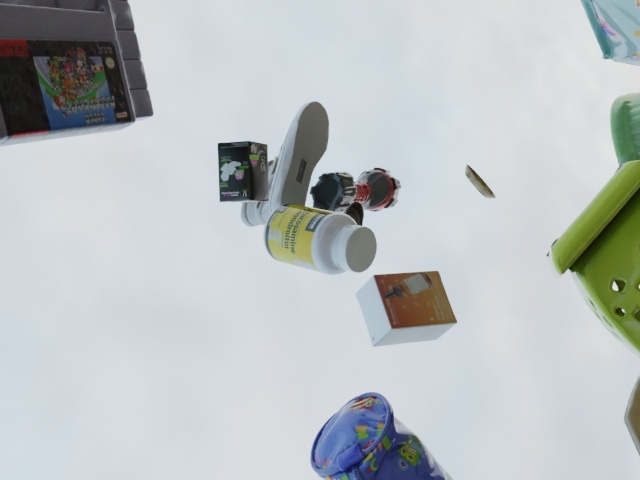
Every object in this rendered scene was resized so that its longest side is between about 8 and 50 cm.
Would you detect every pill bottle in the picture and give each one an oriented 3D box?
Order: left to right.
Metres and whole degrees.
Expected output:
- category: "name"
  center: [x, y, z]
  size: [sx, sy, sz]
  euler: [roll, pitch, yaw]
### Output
- category: "pill bottle"
  center: [0.000, 0.000, 1.376]
  size: [0.103, 0.184, 0.103]
  euler: [-12, -73, -44]

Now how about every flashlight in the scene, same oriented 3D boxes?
- category: "flashlight"
  center: [0.081, -0.111, 1.812]
  size: [0.304, 0.103, 0.103]
  euler: [-3, -99, -66]

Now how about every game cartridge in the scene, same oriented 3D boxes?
- category: "game cartridge"
  center: [-0.308, -0.223, 0.905]
  size: [0.355, 0.068, 0.230]
  euler: [-30, -74, -66]

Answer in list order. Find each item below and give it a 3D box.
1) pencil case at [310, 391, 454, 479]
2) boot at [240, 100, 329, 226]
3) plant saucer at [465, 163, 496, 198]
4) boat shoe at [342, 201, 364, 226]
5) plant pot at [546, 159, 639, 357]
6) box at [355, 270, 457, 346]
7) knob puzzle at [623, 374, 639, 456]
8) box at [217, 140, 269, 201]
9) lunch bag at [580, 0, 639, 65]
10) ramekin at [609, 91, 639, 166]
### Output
- category: "pencil case"
  center: [0.122, 0.327, 1.018]
  size: [0.306, 0.119, 0.133]
  euler: [49, -168, -15]
- category: "boot"
  center: [-0.074, -0.142, 1.549]
  size: [0.095, 0.123, 0.258]
  euler: [44, -126, -39]
- category: "plant saucer"
  center: [0.292, -0.106, 1.552]
  size: [0.083, 0.015, 0.083]
  euler: [44, -163, -17]
- category: "boat shoe"
  center: [0.052, -0.016, 1.478]
  size: [0.046, 0.038, 0.125]
  euler: [24, -133, -6]
- category: "plant pot"
  center: [0.455, 0.022, 1.192]
  size: [0.207, 0.228, 0.227]
  euler: [41, -174, 13]
- category: "box"
  center: [0.182, 0.144, 1.789]
  size: [0.170, 0.091, 0.130]
  euler: [-3, -119, -29]
- category: "knob puzzle"
  center: [0.434, 0.242, 1.043]
  size: [0.213, 0.030, 0.213]
  euler: [17, -119, -32]
- category: "box"
  center: [-0.108, -0.096, 1.186]
  size: [0.062, 0.052, 0.083]
  euler: [-4, -86, -69]
- category: "lunch bag"
  center: [0.391, -0.291, 0.869]
  size: [0.160, 0.223, 0.262]
  euler: [-62, -36, -10]
- category: "ramekin"
  center: [0.644, -0.141, 1.462]
  size: [0.303, 0.148, 0.303]
  euler: [26, -127, -40]
